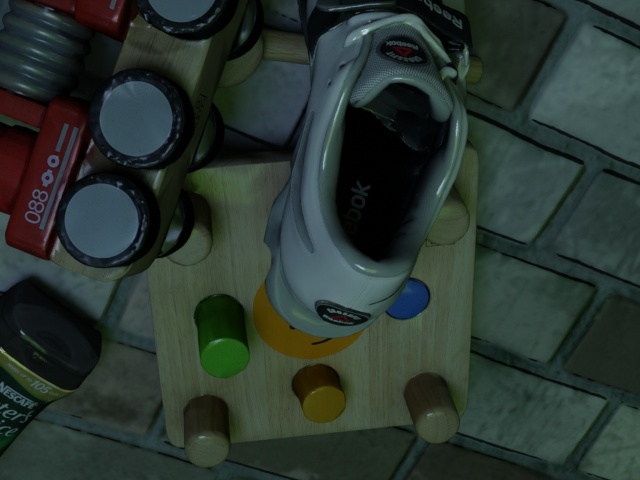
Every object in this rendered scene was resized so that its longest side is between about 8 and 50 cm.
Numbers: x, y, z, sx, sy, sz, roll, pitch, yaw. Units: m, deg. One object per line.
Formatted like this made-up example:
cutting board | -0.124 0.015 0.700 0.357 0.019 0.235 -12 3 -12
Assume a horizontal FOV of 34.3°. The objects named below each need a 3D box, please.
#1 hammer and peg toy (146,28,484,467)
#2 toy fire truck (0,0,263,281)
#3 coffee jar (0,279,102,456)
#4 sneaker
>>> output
hammer and peg toy | 0.000 0.000 0.785 0.266 0.127 0.361 -4 118 -6
toy fire truck | -0.181 -0.112 0.662 0.246 0.158 0.217 20 95 5
coffee jar | -0.266 0.119 0.838 0.184 0.079 0.096 -43 115 14
sneaker | 0.048 -0.109 0.648 0.123 0.146 0.330 9 75 -13
